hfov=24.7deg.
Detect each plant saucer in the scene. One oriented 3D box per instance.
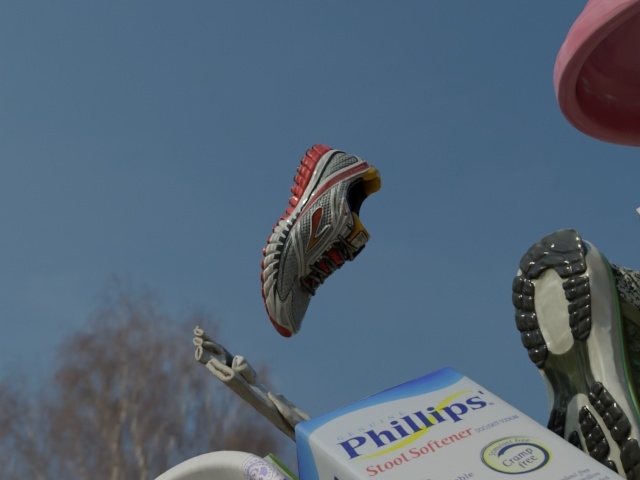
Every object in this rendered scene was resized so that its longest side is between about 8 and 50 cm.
[{"bbox_3d":[0.401,-0.217,1.519,0.332,0.084,0.332,-9,-27,-5],"label":"plant saucer"}]

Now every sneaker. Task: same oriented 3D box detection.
[{"bbox_3d":[0.351,0.186,1.630,0.182,0.410,0.158,5,-22,-31],"label":"sneaker"},{"bbox_3d":[0.000,0.000,1.579,0.092,0.225,0.088,14,-20,19],"label":"sneaker"}]

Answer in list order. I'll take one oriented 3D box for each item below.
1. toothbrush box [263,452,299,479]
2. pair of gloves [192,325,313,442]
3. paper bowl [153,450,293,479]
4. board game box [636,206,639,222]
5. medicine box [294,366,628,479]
[{"bbox_3d":[-0.027,0.439,1.817,0.122,0.206,0.283,-31,-46,-24],"label":"toothbrush box"},{"bbox_3d":[-0.071,0.195,1.834,0.204,0.042,0.240,42,-6,-18],"label":"pair of gloves"},{"bbox_3d":[-0.096,0.360,1.420,0.284,0.284,0.148,-23,-49,30],"label":"paper bowl"},{"bbox_3d":[0.511,0.140,1.712,0.050,0.390,0.390,-34,-17,7],"label":"board game box"},{"bbox_3d":[0.120,0.275,1.037,0.149,0.289,0.263,-17,-64,-27],"label":"medicine box"}]
